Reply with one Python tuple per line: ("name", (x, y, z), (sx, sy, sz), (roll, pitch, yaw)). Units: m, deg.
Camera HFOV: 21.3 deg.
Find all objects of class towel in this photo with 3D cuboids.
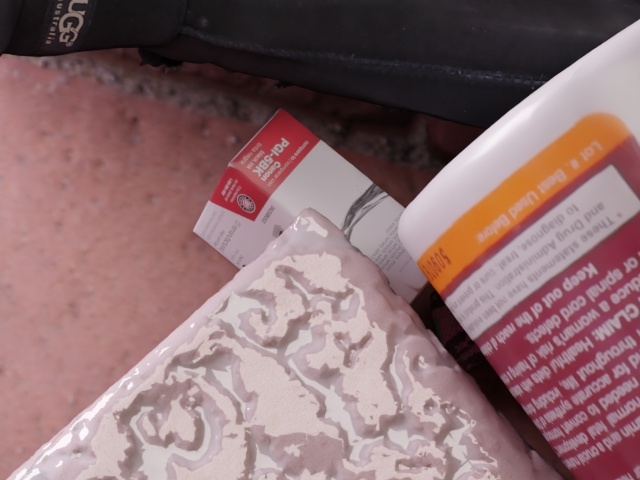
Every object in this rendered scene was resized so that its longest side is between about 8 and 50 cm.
("towel", (-0.005, 0.199, 0.903), (0.317, 0.053, 0.332), (-41, 89, -18))

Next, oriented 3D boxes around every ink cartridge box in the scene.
("ink cartridge box", (0.000, 0.000, 1.025), (0.135, 0.099, 0.056), (39, 61, 3))

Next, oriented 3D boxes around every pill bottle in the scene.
("pill bottle", (0.239, 0.083, 0.901), (0.224, 0.224, 0.392), (-32, 83, -29))

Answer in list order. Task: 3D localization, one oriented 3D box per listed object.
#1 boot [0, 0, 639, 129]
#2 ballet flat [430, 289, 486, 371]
("boot", (-0.043, -0.212, 1.078), (0.445, 0.146, 0.367), (3, 43, -25))
("ballet flat", (0.177, 0.052, 1.086), (0.221, 0.077, 0.079), (-6, 85, -17))
